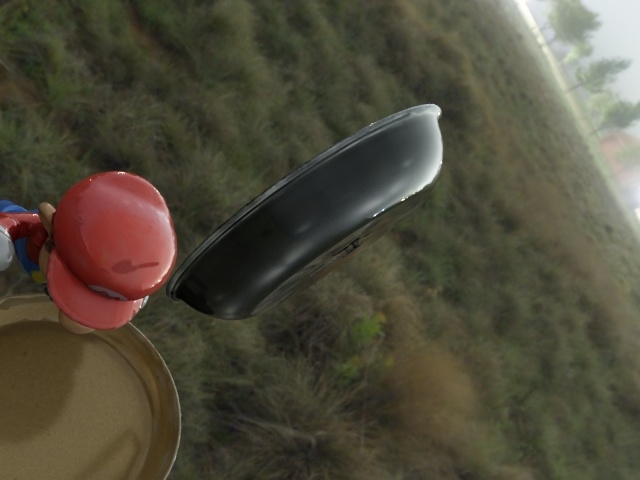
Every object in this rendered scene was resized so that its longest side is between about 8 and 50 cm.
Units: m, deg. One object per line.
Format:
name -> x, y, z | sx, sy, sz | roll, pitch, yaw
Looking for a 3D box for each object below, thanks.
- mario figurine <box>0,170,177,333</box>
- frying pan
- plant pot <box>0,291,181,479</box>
mario figurine -> -0.257, 0.032, 0.712 | 0.198, 0.320, 0.170 | -30, 109, -33
frying pan -> -0.022, 0.013, 0.496 | 0.197, 0.326, 0.053 | -31, 81, -27
plant pot -> -0.242, 0.155, 0.658 | 0.236, 0.032, 0.236 | 25, 41, -24
